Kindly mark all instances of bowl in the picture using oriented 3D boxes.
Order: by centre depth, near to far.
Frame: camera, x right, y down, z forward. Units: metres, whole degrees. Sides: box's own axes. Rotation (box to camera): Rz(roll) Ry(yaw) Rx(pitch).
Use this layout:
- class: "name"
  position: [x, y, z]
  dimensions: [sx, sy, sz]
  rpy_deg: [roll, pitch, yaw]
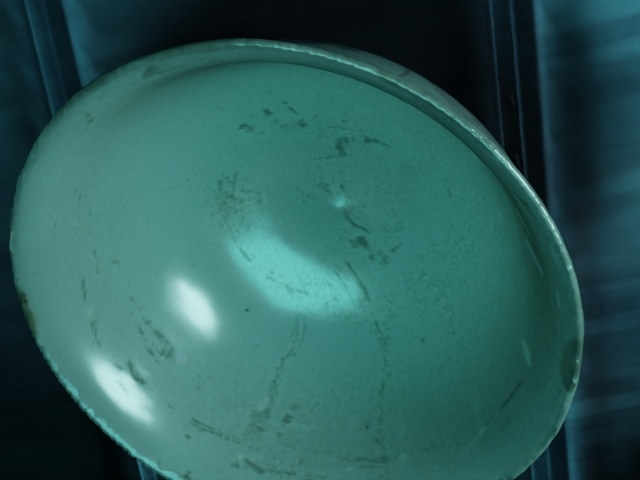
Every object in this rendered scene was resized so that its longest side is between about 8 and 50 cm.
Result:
- class: "bowl"
  position: [0.000, 0.000, 1.301]
  dimensions: [0.434, 0.196, 0.435]
  rpy_deg: [9, 124, 13]
